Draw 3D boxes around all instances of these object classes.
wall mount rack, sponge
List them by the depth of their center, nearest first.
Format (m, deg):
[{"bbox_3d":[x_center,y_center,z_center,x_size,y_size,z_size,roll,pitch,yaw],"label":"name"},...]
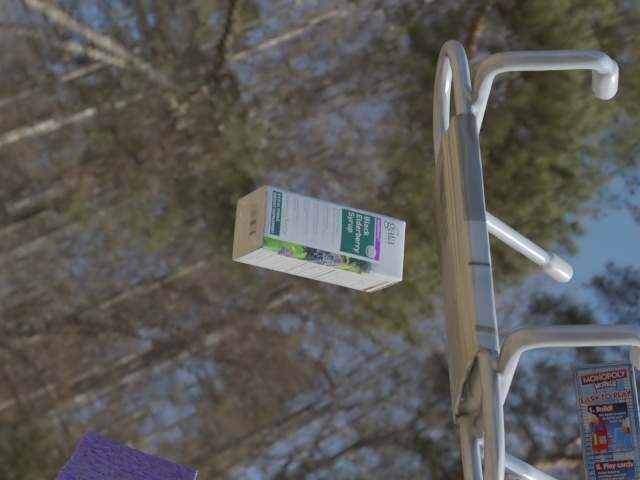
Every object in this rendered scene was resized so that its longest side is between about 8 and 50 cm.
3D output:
[{"bbox_3d":[0.146,0.043,1.065,0.304,0.131,0.350,92,-4,-61],"label":"wall mount rack"},{"bbox_3d":[-0.177,0.225,1.406,0.117,0.031,0.210,22,5,-3],"label":"sponge"}]

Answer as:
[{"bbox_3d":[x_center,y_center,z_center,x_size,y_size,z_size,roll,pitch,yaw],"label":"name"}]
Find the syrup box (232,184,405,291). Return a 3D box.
[{"bbox_3d":[0.000,0.000,2.214,0.096,0.237,0.093,-24,-123,57],"label":"syrup box"}]

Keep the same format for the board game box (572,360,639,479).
[{"bbox_3d":[0.285,0.197,1.508,0.194,0.060,0.194,-57,140,-75],"label":"board game box"}]
